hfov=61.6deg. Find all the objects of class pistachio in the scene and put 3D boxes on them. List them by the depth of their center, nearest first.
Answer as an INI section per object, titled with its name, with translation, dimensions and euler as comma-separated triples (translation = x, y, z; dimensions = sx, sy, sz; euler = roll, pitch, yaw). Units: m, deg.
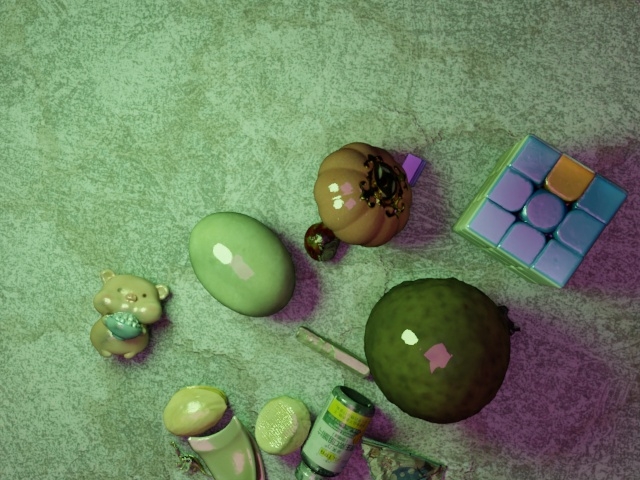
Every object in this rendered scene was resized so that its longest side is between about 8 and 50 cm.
[pistachio]
translation = -0.386, 0.519, 1.638
dimensions = 0.201, 0.117, 0.145
euler = -24, 99, 6

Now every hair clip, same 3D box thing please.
[hair clip]
translation = -0.259, 0.688, 1.635
dimensions = 0.173, 0.113, 0.282
euler = -27, 81, 4

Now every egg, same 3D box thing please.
[egg]
translation = -0.227, 0.067, 1.561
dimensions = 0.258, 0.258, 0.352
euler = -42, 84, 4

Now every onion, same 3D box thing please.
[onion]
translation = 0.000, 0.000, 1.609
dimensions = 0.119, 0.118, 0.117
euler = 35, 104, 6

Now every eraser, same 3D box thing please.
[eraser]
translation = 0.273, -0.212, 1.620
dimensions = 0.063, 0.027, 0.084
euler = 29, 92, 5

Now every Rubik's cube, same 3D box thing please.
[Rubik's cube]
translation = 0.570, -0.071, 1.451
dimensions = 0.290, 0.291, 0.291
euler = 33, 92, 6

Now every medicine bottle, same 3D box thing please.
[medicine bottle]
translation = 0.035, 0.586, 1.579
dimensions = 0.141, 0.141, 0.293
euler = 29, 93, 6

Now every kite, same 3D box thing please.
[kite]
translation = 0.211, 0.742, 1.578
dimensions = 0.368, 0.014, 0.406
euler = -20, 101, -7

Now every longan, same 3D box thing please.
[longan]
translation = 0.310, 0.284, 1.442
dimensions = 0.391, 0.391, 0.391
euler = 0, 89, 7

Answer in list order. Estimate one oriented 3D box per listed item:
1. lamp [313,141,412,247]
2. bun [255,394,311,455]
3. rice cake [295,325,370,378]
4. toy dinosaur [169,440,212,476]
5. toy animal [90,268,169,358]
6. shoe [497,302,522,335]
[lamp]
translation = 0.111, -0.125, 1.532
dimensions = 0.305, 0.240, 0.305
euler = 11, 72, -35
[bun]
translation = -0.106, 0.551, 1.601
dimensions = 0.164, 0.111, 0.188
euler = 35, 97, 40
[rice cake]
translation = 0.039, 0.336, 1.623
dimensions = 0.256, 0.057, 0.052
euler = 29, 66, 5
[toy dinosaur]
translation = -0.411, 0.702, 1.681
dimensions = 0.180, 0.037, 0.058
euler = 30, 97, 7
[toy animal]
translation = -0.593, 0.235, 1.644
dimensions = 0.210, 0.229, 0.221
euler = 14, 135, -20
[shoe]
translation = 0.536, 0.262, 1.564
dimensions = 0.099, 0.071, 0.169
euler = -10, 85, 4
